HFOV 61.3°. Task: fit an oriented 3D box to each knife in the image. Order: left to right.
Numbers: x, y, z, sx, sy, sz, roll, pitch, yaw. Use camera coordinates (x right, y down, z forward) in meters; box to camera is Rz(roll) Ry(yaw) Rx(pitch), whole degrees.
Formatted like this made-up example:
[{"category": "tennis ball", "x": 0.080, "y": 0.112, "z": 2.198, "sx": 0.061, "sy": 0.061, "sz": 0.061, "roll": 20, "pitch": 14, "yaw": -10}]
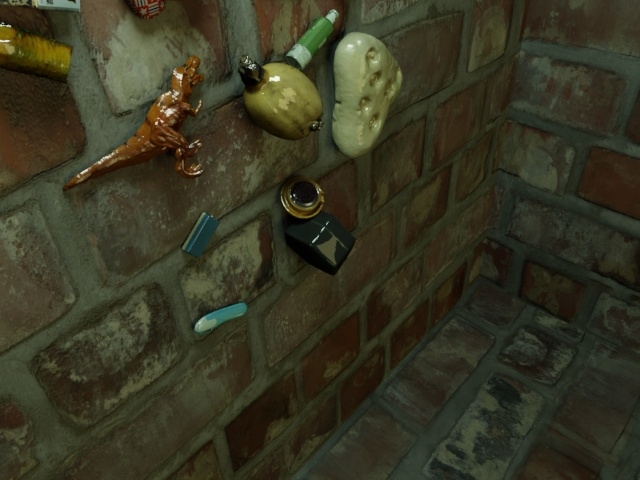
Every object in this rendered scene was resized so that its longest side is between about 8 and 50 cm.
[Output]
[{"category": "knife", "x": -0.315, "y": 0.246, "z": 1.723, "sx": 0.222, "sy": 0.031, "sz": 0.064, "roll": -18, "pitch": 123, "yaw": -52}]

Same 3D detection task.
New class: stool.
[{"category": "stool", "x": 0.000, "y": 0.000, "z": 1.795, "sx": 0.141, "sy": 0.232, "sz": 0.232, "roll": -52, "pitch": 146, "yaw": -16}]

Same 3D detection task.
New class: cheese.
[{"category": "cheese", "x": 0.116, "y": -0.469, "z": 1.709, "sx": 0.351, "sy": 0.129, "sz": 0.328, "roll": -62, "pitch": 149, "yaw": -5}]

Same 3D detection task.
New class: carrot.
[{"category": "carrot", "x": -0.526, "y": -0.337, "z": 0.968, "sx": 0.173, "sy": 0.082, "sz": 0.082, "roll": 0, "pitch": 113, "yaw": -51}]

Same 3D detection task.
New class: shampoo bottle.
[{"category": "shampoo bottle", "x": -0.016, "y": -0.570, "z": 1.522, "sx": 0.205, "sy": 0.065, "sz": 0.065, "roll": -54, "pitch": 146, "yaw": -13}]

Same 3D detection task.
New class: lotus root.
[{"category": "lotus root", "x": -0.116, "y": -0.379, "z": 1.423, "sx": 0.310, "sy": 0.182, "sz": 0.183, "roll": 25, "pitch": 92, "yaw": -55}]

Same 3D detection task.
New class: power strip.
[{"category": "power strip", "x": -0.333, "y": -0.016, "z": 1.506, "sx": 0.123, "sy": 0.032, "sz": 0.056, "roll": -60, "pitch": 148, "yaw": -4}]

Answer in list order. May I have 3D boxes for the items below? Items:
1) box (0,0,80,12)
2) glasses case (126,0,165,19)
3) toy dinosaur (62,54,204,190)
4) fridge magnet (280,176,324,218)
[{"category": "box", "x": -0.551, "y": -0.477, "z": 0.863, "sx": 0.324, "sy": 0.047, "sz": 0.181, "roll": -18, "pitch": 128, "yaw": -46}, {"category": "glasses case", "x": -0.372, "y": -0.532, "z": 1.067, "sx": 0.073, "sy": 0.049, "sz": 0.195, "roll": -47, "pitch": 144, "yaw": -21}, {"category": "toy dinosaur", "x": -0.367, "y": -0.224, "z": 1.255, "sx": 0.432, "sy": 0.097, "sz": 0.208, "roll": -57, "pitch": 133, "yaw": -14}, {"category": "fridge magnet", "x": -0.057, "y": -0.139, "z": 1.712, "sx": 0.143, "sy": 0.143, "sz": 0.063, "roll": -45, "pitch": 180, "yaw": -24}]
